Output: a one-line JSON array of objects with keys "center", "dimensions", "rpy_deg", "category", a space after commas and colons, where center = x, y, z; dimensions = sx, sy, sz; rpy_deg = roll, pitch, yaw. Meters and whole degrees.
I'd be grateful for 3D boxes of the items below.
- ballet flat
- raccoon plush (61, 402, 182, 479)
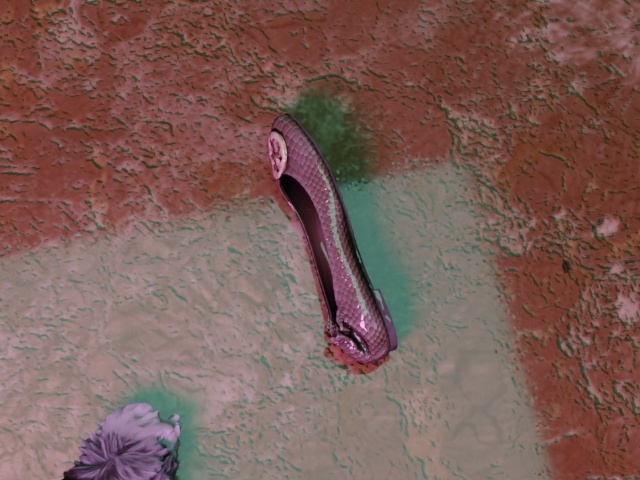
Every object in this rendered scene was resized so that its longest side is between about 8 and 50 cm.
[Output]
[{"center": [0.000, 0.000, 1.799], "dimensions": [0.058, 0.084, 0.249], "rpy_deg": [-21, 84, -12], "category": "ballet flat"}, {"center": [-0.151, 0.401, 1.664], "dimensions": [0.216, 0.299, 0.446], "rpy_deg": [10, 41, 13], "category": "raccoon plush"}]
